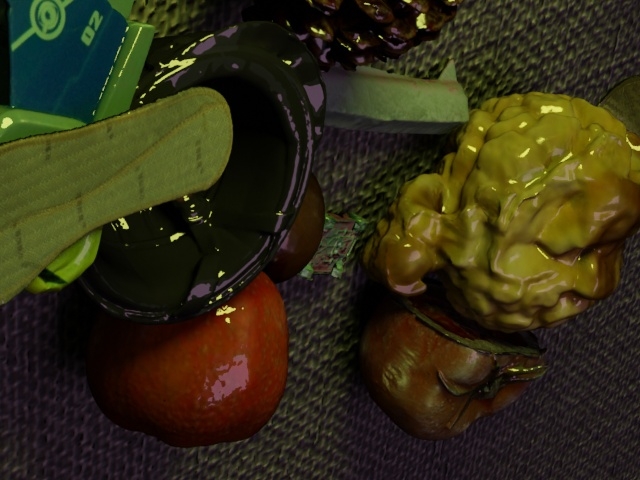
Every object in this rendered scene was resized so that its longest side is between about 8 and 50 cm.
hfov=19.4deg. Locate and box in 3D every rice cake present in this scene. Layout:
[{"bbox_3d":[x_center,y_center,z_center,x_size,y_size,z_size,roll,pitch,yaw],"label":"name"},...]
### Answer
[{"bbox_3d":[0.054,-0.149,1.873,0.290,0.051,0.081,-1,84,-51],"label":"rice cake"}]

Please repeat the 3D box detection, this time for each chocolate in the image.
[{"bbox_3d":[-0.054,-0.028,1.800,0.133,0.127,0.124,-56,179,-24],"label":"chocolate"}]

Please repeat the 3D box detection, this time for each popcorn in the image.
[{"bbox_3d":[0.201,-0.020,2.021,0.332,0.225,0.265,-24,126,-8],"label":"popcorn"}]

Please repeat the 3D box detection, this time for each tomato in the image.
[{"bbox_3d":[0.134,0.145,2.095,0.214,0.181,0.155,8,118,-49],"label":"tomato"}]

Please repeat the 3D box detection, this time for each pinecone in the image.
[{"bbox_3d":[0.017,-0.240,1.613,0.221,0.221,0.221,-31,138,-33],"label":"pinecone"}]

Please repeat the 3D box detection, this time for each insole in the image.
[{"bbox_3d":[-0.187,-0.030,1.362,0.348,0.009,0.119,-27,124,-41],"label":"insole"}]

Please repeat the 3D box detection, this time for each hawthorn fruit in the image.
[{"bbox_3d":[-0.114,0.077,1.719,0.196,0.196,0.225,-2,110,-50],"label":"hawthorn fruit"}]

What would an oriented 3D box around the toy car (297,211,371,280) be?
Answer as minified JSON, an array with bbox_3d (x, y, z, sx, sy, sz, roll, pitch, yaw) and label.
[{"bbox_3d":[0.000,0.000,1.915,0.069,0.055,0.142,-63,159,10],"label":"toy car"}]

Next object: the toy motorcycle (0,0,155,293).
[{"bbox_3d":[-0.248,-0.135,1.403,0.200,0.191,0.326,23,89,-53],"label":"toy motorcycle"}]

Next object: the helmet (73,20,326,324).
[{"bbox_3d":[-0.135,-0.074,1.591,0.230,0.160,0.279,37,84,-43],"label":"helmet"}]

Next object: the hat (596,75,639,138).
[{"bbox_3d":[0.386,-0.122,2.279,0.146,0.067,0.146,-31,138,-33],"label":"hat"}]
